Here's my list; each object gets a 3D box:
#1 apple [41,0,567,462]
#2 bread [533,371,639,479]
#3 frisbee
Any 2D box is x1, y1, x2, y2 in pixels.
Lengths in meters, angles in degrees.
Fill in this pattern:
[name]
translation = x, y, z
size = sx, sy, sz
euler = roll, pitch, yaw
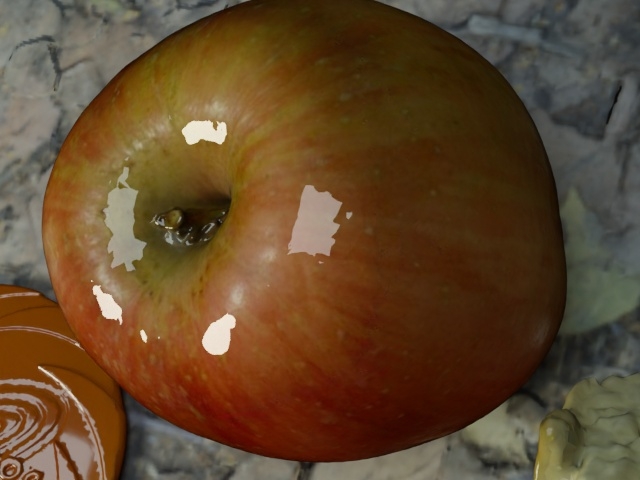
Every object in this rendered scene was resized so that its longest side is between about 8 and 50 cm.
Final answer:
[apple]
translation = 0.000, 0.000, 0.926
size = 0.242, 0.241, 0.242
euler = -7, 77, 32
[bread]
translation = 0.193, 0.116, 0.830
size = 0.183, 0.224, 0.211
euler = 7, 66, 15
[frisbee]
translation = -0.203, 0.114, 1.060
size = 0.192, 0.035, 0.192
euler = -7, 69, 18
